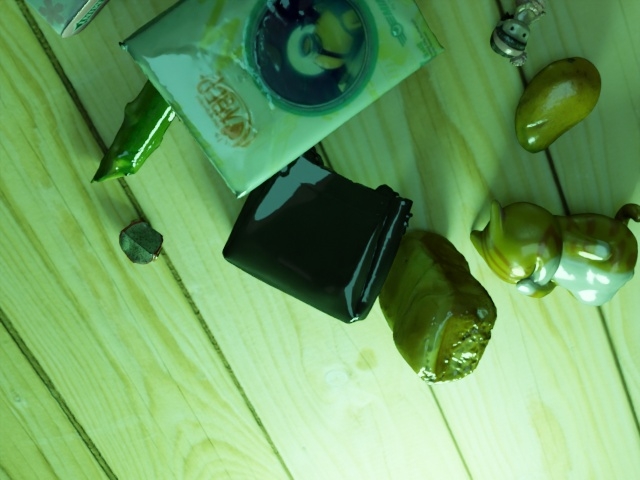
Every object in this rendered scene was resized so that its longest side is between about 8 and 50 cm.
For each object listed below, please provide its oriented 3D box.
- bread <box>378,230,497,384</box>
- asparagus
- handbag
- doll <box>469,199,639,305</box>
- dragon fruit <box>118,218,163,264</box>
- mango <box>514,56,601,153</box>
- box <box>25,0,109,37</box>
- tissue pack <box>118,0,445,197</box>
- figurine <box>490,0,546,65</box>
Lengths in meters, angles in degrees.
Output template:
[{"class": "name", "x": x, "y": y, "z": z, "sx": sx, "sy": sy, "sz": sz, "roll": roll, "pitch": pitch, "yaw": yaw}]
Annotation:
[{"class": "bread", "x": 0.187, "y": 0.107, "z": 1.135, "sx": 0.132, "sy": 0.294, "sz": 0.167, "roll": 18, "pitch": 111, "yaw": -10}, {"class": "asparagus", "x": -0.289, "y": -0.210, "z": 1.138, "sx": 0.085, "sy": 0.082, "sz": 0.343, "roll": 32, "pitch": 111, "yaw": -14}, {"class": "handbag", "x": -0.002, "y": -0.016, "z": 1.171, "sx": 0.285, "sy": 0.113, "sz": 0.257, "roll": 27, "pitch": 103, "yaw": 13}, {"class": "doll", "x": 0.413, "y": 0.018, "z": 1.164, "sx": 0.269, "sy": 0.162, "sz": 0.167, "roll": 5, "pitch": 143, "yaw": -6}, {"class": "dragon fruit", "x": -0.330, "y": 0.007, "z": 1.241, "sx": 0.083, "sy": 0.056, "sz": 0.060, "roll": 35, "pitch": 132, "yaw": -4}, {"class": "mango", "x": 0.384, "y": -0.228, "z": 1.105, "sx": 0.165, "sy": 0.089, "sz": 0.115, "roll": -39, "pitch": 115, "yaw": 19}, {"class": "box", "x": -0.462, "y": -0.509, "z": 1.008, "sx": 0.190, "sy": 0.112, "sz": 0.369, "roll": -42, "pitch": 105, "yaw": 15}, {"class": "tissue pack", "x": -0.057, "y": -0.291, "z": 1.011, "sx": 0.388, "sy": 0.162, "sz": 0.287, "roll": -37, "pitch": 108, "yaw": -3}, {"class": "figurine", "x": 0.324, "y": -0.351, "z": 1.078, "sx": 0.072, "sy": 0.054, "sz": 0.129, "roll": 21, "pitch": 104, "yaw": -22}]
